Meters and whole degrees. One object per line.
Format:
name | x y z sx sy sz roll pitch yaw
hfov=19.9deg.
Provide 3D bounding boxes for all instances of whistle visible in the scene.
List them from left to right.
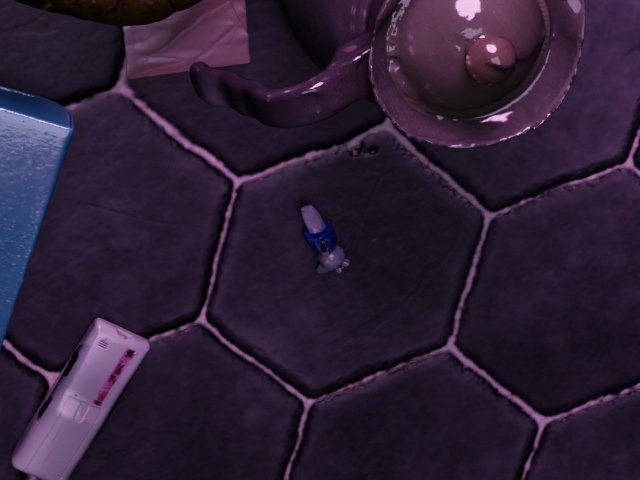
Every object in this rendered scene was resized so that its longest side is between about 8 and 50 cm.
whistle | 0.000 0.000 1.712 0.033 0.029 0.083 -18 126 11

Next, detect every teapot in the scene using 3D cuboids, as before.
teapot | 0.065 -0.193 1.494 0.305 0.285 0.223 4 112 -18

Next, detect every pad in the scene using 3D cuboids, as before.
pad | -0.121 -0.234 1.581 0.113 0.006 0.187 -9 116 -12

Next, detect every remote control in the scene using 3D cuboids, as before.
remote control | -0.224 0.155 1.718 0.065 0.029 0.166 27 104 -24

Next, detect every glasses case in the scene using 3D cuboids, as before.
glasses case | -0.316 0.010 1.609 0.117 0.070 0.301 17 110 -15

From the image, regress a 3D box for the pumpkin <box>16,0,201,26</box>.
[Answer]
pumpkin | -0.177 -0.285 1.432 0.260 0.189 0.260 -3 117 -6
